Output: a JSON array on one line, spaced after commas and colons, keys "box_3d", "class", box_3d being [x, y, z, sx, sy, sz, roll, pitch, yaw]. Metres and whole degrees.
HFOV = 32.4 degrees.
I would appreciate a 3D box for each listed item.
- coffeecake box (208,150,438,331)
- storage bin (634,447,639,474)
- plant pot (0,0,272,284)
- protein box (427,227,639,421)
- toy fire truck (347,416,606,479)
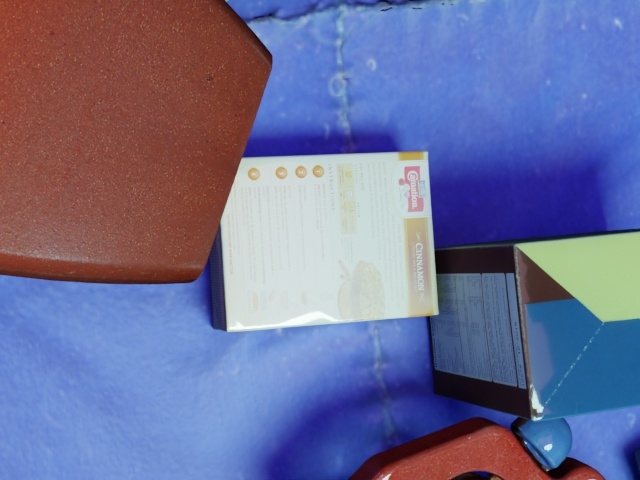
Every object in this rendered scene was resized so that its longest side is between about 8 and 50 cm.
[{"box_3d": [0.000, 0.000, 0.944, 0.185, 0.068, 0.142, -3, 89, -16], "class": "coffeecake box"}, {"box_3d": [0.354, 0.236, 1.032, 0.091, 0.098, 0.135, -19, 94, 12], "class": "storage bin"}, {"box_3d": [-0.195, -0.098, 0.799, 0.236, 0.267, 0.267, 21, 84, -33], "class": "plant pot"}, {"box_3d": [0.216, 0.063, 0.933, 0.200, 0.201, 0.136, -5, 90, -16], "class": "protein box"}, {"box_3d": [0.140, 0.272, 0.899, 0.254, 0.169, 0.302, -44, 108, -12], "class": "toy fire truck"}]
